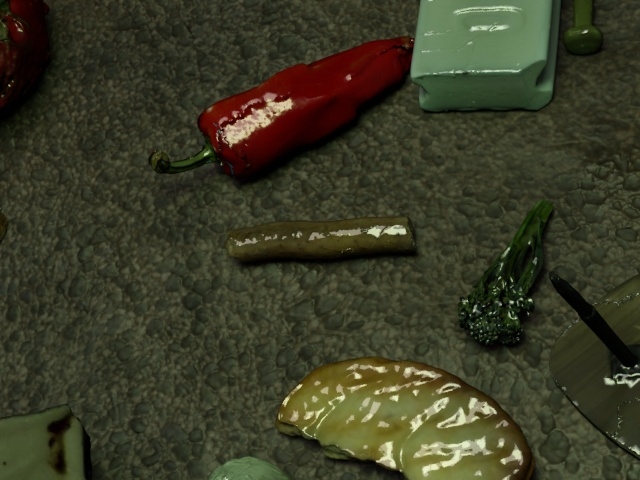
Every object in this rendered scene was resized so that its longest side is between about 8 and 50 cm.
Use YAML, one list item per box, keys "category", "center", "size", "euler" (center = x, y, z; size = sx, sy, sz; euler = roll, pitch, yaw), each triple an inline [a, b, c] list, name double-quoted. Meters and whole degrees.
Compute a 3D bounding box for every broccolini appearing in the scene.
- category: "broccolini"
  center: [0.217, 0.028, 1.587]
  size: [0.091, 0.068, 0.202]
  euler: [-1, 58, 39]

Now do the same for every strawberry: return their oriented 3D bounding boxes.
- category: "strawberry"
  center: [-0.514, -0.287, 1.916]
  size: [0.274, 0.220, 0.274]
  euler: [16, 53, -22]

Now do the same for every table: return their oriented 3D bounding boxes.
- category: "table"
  center: [0.405, 0.091, 1.382]
  size: [0.317, 0.249, 0.317]
  euler: [-8, 59, 13]

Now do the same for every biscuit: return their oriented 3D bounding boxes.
- category: "biscuit"
  center: [0.100, 0.211, 1.528]
  size: [0.299, 0.045, 0.154]
  euler: [27, 72, 29]

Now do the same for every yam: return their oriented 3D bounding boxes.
- category: "yam"
  center: [0.000, 0.000, 1.679]
  size: [0.241, 0.057, 0.056]
  euler: [-3, 60, 13]

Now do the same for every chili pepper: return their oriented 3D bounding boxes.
- category: "chili pepper"
  center: [-0.040, -0.170, 1.761]
  size: [0.387, 0.110, 0.110]
  euler: [-28, 57, -6]

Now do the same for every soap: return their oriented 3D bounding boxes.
- category: "soap"
  center: [0.220, -0.307, 1.761]
  size: [0.173, 0.095, 0.289]
  euler: [1, 61, 17]

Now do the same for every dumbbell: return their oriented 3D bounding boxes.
- category: "dumbbell"
  center: [0.337, -0.295, 1.748]
  size: [0.052, 0.046, 0.118]
  euler: [-6, 59, 20]

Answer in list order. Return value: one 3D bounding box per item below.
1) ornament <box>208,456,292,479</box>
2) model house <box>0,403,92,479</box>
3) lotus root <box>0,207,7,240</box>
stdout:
- category: "ornament"
  center: [-0.137, 0.353, 1.469]
  size: [0.285, 0.130, 0.120]
  euler: [-44, 45, -10]
- category: "model house"
  center: [-0.422, 0.362, 1.487]
  size: [0.282, 0.297, 0.317]
  euler: [-41, 49, 46]
- category: "lotus root"
  center: [-0.490, -0.021, 1.828]
  size: [0.112, 0.081, 0.122]
  euler: [39, 78, 23]
